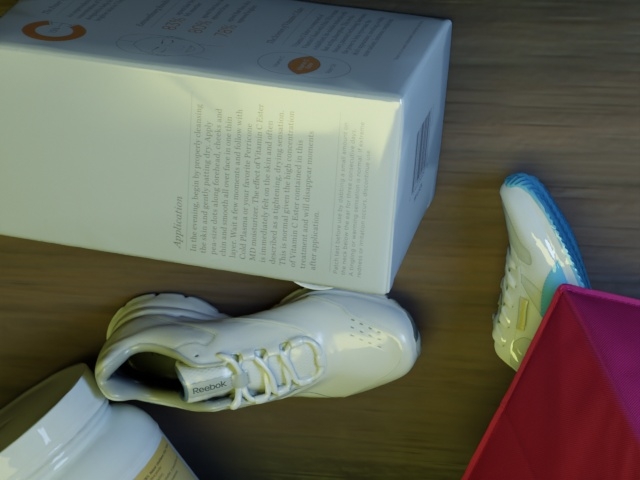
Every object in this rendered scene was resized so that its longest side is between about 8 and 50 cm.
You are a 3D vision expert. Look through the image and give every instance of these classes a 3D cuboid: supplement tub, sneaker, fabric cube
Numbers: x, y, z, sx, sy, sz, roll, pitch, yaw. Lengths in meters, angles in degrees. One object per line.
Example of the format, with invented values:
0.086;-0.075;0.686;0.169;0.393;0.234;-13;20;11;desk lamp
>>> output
-0.193;0.291;1.807;0.228;0.228;0.316;-32;101;24;supplement tub
-0.059;0.109;1.752;0.297;0.129;0.111;-6;108;15;sneaker
0.185;0.053;1.687;0.092;0.087;0.229;-15;108;12;sneaker
0.284;0.228;1.598;0.254;0.258;0.259;12;118;-21;fabric cube

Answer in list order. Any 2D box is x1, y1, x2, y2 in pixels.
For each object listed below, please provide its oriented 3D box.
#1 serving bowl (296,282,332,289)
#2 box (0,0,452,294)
0.000;0.000;1.744;0.083;0.027;0.083;4;107;14;serving bowl
-0.085;-0.095;1.623;0.345;0.215;0.168;9;115;11;box
